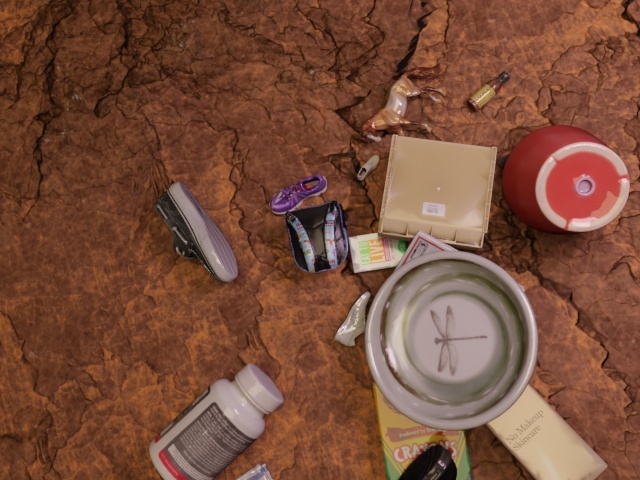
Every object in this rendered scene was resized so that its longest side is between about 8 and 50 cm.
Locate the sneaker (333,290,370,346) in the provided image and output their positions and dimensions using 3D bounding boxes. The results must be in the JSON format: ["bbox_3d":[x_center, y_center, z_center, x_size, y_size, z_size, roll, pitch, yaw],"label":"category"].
[{"bbox_3d":[0.094,0.201,1.632,0.061,0.054,0.152,29,91,5],"label":"sneaker"}]

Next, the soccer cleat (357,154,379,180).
[{"bbox_3d":[0.128,-0.195,1.706,0.029,0.035,0.083,41,89,15],"label":"soccer cleat"}]

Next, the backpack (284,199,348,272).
[{"bbox_3d":[0.000,0.000,1.649,0.158,0.117,0.173,-14,77,7],"label":"backpack"}]

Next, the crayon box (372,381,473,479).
[{"bbox_3d":[0.241,0.437,1.542,0.202,0.081,0.318,-11,77,8],"label":"crayon box"}]

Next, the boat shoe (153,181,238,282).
[{"bbox_3d":[-0.339,-0.003,1.723,0.119,0.121,0.335,-39,64,9],"label":"boat shoe"}]

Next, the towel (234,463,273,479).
[{"bbox_3d":[-0.161,0.729,1.580,0.209,0.034,0.285,-32,76,3],"label":"towel"}]

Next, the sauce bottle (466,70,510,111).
[{"bbox_3d":[0.446,-0.395,1.686,0.128,0.042,0.042,-39,75,0],"label":"sauce bottle"}]

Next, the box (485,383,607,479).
[{"bbox_3d":[0.484,0.436,1.477,0.148,0.121,0.311,-44,76,0],"label":"box"}]

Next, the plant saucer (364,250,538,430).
[{"bbox_3d":[0.300,0.226,1.464,0.400,0.100,0.400,-7,76,29],"label":"plant saucer"}]

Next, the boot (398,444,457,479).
[{"bbox_3d":[0.275,0.633,1.413,0.260,0.131,0.348,30,117,4],"label":"boot"}]

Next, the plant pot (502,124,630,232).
[{"bbox_3d":[0.575,-0.131,1.472,0.275,0.243,0.275,1,99,8],"label":"plant pot"}]

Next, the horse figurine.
[{"bbox_3d":[0.230,-0.360,1.706,0.174,0.066,0.263,22,85,8],"label":"horse figurine"}]

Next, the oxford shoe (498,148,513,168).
[{"bbox_3d":[0.557,-0.231,1.631,0.212,0.076,0.076,-12,49,8],"label":"oxford shoe"}]

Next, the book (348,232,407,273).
[{"bbox_3d":[0.152,0.029,1.663,0.144,0.035,0.096,-10,79,5],"label":"book"}]

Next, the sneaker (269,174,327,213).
[{"bbox_3d":[-0.065,-0.133,1.710,0.170,0.071,0.068,-31,76,4],"label":"sneaker"}]

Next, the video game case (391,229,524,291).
[{"bbox_3d":[0.313,0.126,1.545,0.285,0.025,0.204,29,115,4],"label":"video game case"}]

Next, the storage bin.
[{"bbox_3d":[0.290,-0.115,1.603,0.262,0.123,0.260,9,79,6],"label":"storage bin"}]

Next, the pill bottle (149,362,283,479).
[{"bbox_3d":[-0.250,0.457,1.575,0.318,0.176,0.176,-43,75,0],"label":"pill bottle"}]
